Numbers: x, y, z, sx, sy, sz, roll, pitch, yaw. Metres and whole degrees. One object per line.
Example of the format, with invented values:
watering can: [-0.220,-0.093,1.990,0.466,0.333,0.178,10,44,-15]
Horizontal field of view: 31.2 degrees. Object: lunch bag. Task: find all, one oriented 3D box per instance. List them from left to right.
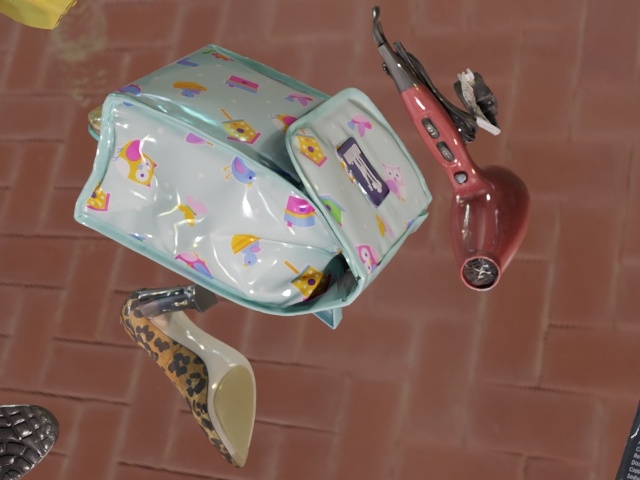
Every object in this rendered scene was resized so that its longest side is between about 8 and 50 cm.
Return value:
lunch bag: [-0.042,-0.053,1.004,0.262,0.223,0.160,24,116,10]

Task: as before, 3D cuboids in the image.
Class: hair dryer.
hair dryer: [0.124,-0.074,1.122,0.080,0.224,0.293,-36,55,29]

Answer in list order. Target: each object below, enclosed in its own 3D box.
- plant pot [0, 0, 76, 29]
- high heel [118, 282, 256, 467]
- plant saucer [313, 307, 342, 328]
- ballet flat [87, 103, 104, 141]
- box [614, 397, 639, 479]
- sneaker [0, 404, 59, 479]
plant pot: [-0.306,-0.278,1.245,0.081,0.083,0.081,-58,14,-25]
high heel: [-0.184,0.184,1.561,0.186,0.093,0.261,-10,97,44]
plant saucer: [0.000,0.000,1.236,0.018,0.192,0.067,-18,31,-28]
ballet flat: [-0.254,-0.169,1.688,0.123,0.348,0.123,0,88,3]
box: [0.405,0.306,0.979,0.179,0.343,0.312,3,69,56]
sneaker: [-0.483,0.303,1.620,0.283,0.124,0.107,-30,90,11]
